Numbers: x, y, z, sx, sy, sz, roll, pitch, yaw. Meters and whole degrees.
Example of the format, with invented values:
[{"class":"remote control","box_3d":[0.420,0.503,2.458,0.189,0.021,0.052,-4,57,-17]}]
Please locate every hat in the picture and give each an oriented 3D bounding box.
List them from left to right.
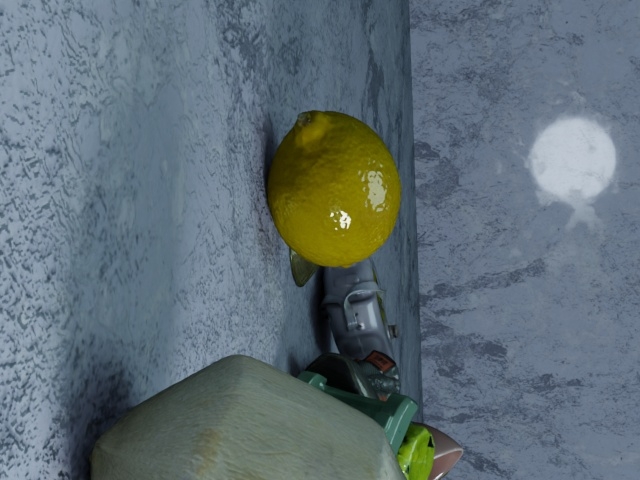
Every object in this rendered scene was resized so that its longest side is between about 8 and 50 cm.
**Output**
[{"class":"hat","box_3d":[0.000,0.000,1.628,0.146,0.067,0.146,-1,90,-80]}]

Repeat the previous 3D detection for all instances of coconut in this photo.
[{"class":"coconut","box_3d":[-0.070,0.222,0.844,0.245,0.247,0.245,-63,-179,3]}]

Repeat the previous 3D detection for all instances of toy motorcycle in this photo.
[{"class":"toy motorcycle","box_3d":[0.000,0.337,1.384,0.326,0.191,0.200,-63,146,-28]}]

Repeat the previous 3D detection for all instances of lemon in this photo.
[{"class":"lemon","box_3d":[0.018,-0.067,1.423,0.187,0.187,0.244,-73,154,-58]}]

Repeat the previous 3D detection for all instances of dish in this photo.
[{"class":"dish","box_3d":[0.103,0.345,1.590,0.090,0.213,0.213,51,-7,25]}]

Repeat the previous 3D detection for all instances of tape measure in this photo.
[{"class":"tape measure","box_3d":[0.063,0.115,1.826,0.236,0.120,0.197,68,12,-52]}]

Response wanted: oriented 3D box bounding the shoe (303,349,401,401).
[{"class":"shoe","box_3d":[0.069,0.240,1.694,0.171,0.132,0.336,-58,157,-27]}]
